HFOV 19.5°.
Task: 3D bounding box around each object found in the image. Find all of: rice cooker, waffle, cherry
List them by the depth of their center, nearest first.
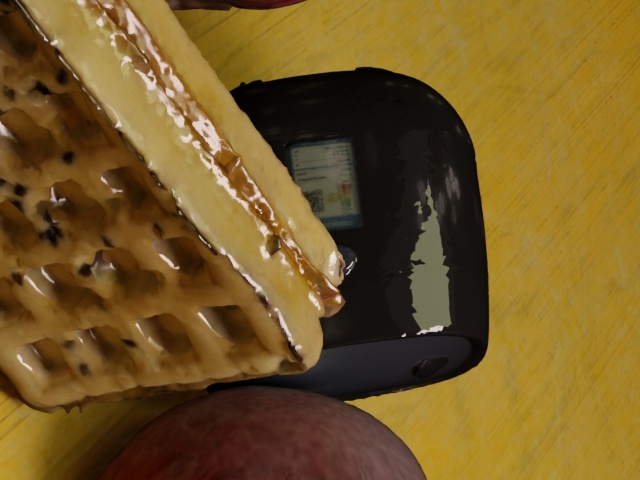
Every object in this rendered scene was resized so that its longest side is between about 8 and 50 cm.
[{"bbox_3d":[-0.172,-0.057,1.145,0.376,0.261,0.114,57,43,-31],"label":"waffle"},{"bbox_3d":[-0.038,0.195,1.308,0.239,0.206,0.239,41,13,-12],"label":"cherry"},{"bbox_3d":[0.000,0.000,1.396,0.267,0.267,0.224,13,64,-55],"label":"rice cooker"}]

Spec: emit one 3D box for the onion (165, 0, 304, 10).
[{"bbox_3d":[-0.091,-0.326,1.334,0.354,0.354,0.353,22,63,-53],"label":"onion"}]
